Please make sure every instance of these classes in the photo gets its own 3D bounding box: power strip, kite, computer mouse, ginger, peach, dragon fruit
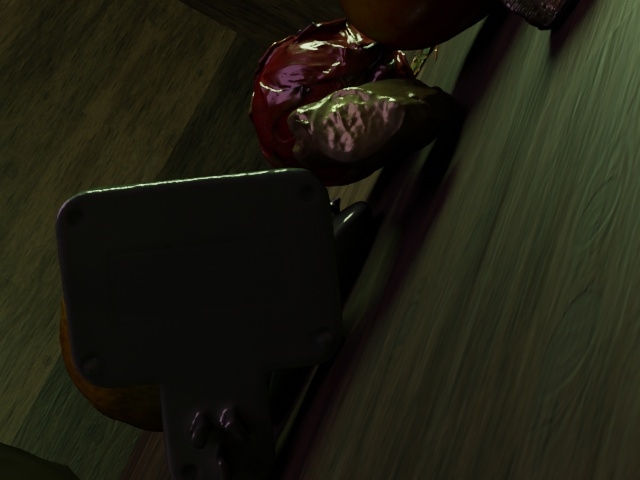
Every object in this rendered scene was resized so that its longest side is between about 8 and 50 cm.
[{"bbox_3d":[-0.095,0.078,1.131,0.141,0.229,0.261,-140,45,-83],"label":"power strip"},{"bbox_3d":[0.098,-0.169,1.566,0.198,0.006,0.244,-59,7,27],"label":"kite"},{"bbox_3d":[-0.020,0.062,1.287,0.232,0.057,0.120,-62,6,-8],"label":"computer mouse"},{"bbox_3d":[0.054,-0.102,1.163,0.213,0.137,0.074,-20,-72,-74],"label":"ginger"},{"bbox_3d":[0.101,-0.279,1.231,0.197,0.197,0.197,-61,6,11],"label":"peach"},{"bbox_3d":[0.012,-0.140,1.381,0.172,0.172,0.209,-63,5,-14],"label":"dragon fruit"}]

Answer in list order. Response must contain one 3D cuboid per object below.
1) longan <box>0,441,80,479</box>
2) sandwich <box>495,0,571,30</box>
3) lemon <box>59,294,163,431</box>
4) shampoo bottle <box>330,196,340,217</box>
[{"bbox_3d":[-0.239,0.274,0.670,0.391,0.391,0.391,-61,6,11],"label":"longan"},{"bbox_3d":[0.188,-0.220,0.999,0.163,0.113,0.079,-19,-30,-44],"label":"sandwich"},{"bbox_3d":[-0.171,0.091,1.533,0.310,0.253,0.253,120,175,-51],"label":"lemon"},{"bbox_3d":[0.000,0.000,1.529,0.048,0.027,0.137,-42,17,34],"label":"shampoo bottle"}]
